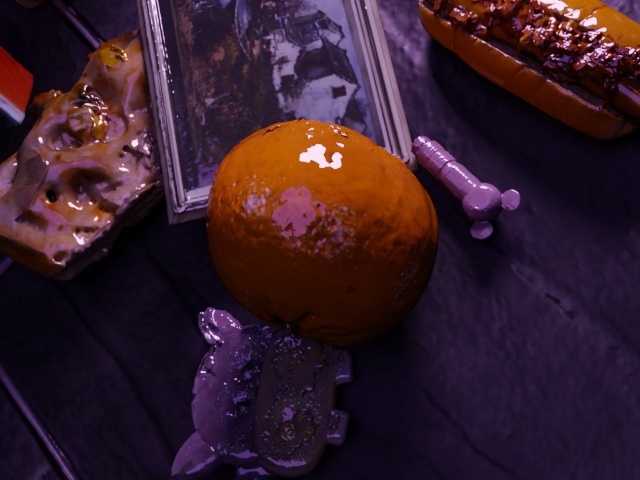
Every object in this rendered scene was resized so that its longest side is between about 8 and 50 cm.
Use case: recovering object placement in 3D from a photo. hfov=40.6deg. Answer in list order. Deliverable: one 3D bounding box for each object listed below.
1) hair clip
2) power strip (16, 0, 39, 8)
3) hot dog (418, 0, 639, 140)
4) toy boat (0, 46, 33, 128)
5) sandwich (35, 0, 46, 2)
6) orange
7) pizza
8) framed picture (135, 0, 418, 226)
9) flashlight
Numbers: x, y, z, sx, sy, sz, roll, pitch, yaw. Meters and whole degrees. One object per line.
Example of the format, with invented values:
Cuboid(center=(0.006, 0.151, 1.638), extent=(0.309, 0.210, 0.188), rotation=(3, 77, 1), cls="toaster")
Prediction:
Cuboid(center=(-0.046, 0.147, 0.735), extent=(0.146, 0.056, 0.187), rotation=(0, 74, 13), cls="hair clip")
Cuboid(center=(-0.342, -0.434, 0.997), extent=(0.106, 0.043, 0.367), rotation=(-24, 70, 13), cls="power strip")
Cuboid(center=(0.185, -0.167, 0.717), extent=(0.249, 0.076, 0.102), rotation=(39, 88, 25), cls="hot dog")
Cuboid(center=(-0.458, -0.141, 0.901), extent=(0.331, 0.145, 0.133), rotation=(4, 63, 33), cls="toy boat")
Cuboid(center=(-0.238, -0.408, 0.884), extent=(0.099, 0.254, 0.288), rotation=(24, 116, -16), cls="sandwich")
Cuboid(center=(0.000, 0.000, 0.678), extent=(0.193, 0.193, 0.161), rotation=(20, 77, 23), cls="orange")
Cuboid(center=(-0.220, -0.099, 0.852), extent=(0.189, 0.071, 0.297), rotation=(40, 86, 28), cls="pizza")
Cuboid(center=(-0.053, -0.174, 0.808), extent=(0.232, 0.019, 0.296), rotation=(-13, 72, 2), cls="framed picture")
Cuboid(center=(0.118, -0.050, 0.736), extent=(0.052, 0.031, 0.110), rotation=(-46, 61, 7), cls="flashlight")
